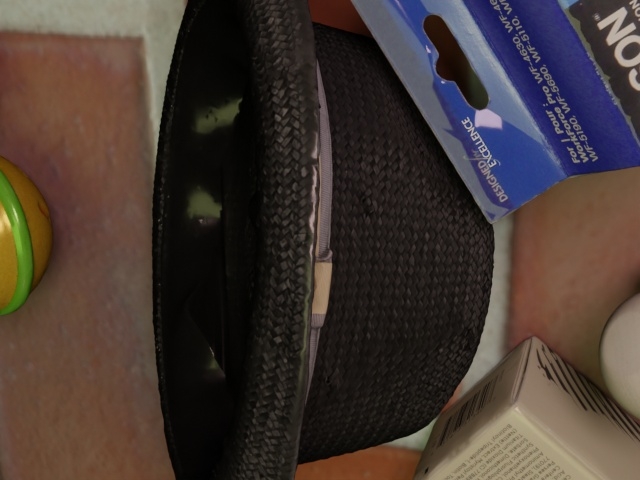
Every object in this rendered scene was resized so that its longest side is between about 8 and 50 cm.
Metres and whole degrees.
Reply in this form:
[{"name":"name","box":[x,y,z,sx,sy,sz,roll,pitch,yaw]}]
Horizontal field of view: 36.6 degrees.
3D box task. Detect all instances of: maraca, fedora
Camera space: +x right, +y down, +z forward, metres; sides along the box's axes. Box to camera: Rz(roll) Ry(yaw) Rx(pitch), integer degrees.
[{"name":"maraca","box":[-0.262,-0.013,0.701,0.186,0.099,0.127,18,114,40]},{"name":"fedora","box":[0.000,0.000,0.559,0.153,0.334,0.334,2,119,-21]}]

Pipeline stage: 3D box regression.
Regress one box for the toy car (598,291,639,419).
[{"name":"toy car","box":[0.247,0.033,0.519,0.159,0.136,0.182,14,154,-27]}]

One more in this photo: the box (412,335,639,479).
[{"name":"box","box":[0.200,0.199,0.629,0.275,0.094,0.113,41,120,-2]}]

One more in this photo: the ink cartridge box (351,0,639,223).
[{"name":"ink cartridge box","box":[0.181,-0.155,0.433,0.333,0.065,0.165,-34,100,6]}]
